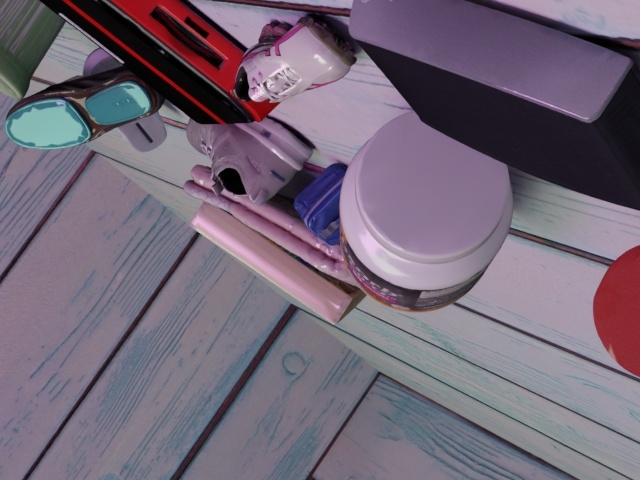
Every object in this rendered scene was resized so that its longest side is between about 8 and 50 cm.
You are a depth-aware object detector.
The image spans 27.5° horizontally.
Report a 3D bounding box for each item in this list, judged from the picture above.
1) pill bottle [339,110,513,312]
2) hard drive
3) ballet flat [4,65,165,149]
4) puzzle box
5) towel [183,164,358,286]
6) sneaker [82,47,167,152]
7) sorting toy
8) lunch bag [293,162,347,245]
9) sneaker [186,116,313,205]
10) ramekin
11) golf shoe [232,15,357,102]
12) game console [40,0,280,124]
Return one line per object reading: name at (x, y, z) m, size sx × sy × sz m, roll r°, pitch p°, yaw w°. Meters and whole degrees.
pill bottle at (0.097, -0.025, 1.239) m, size 0.162 × 0.162 × 0.278 m, roll 34°, pitch 172°, yaw 7°
hard drive at (0.140, -0.106, 0.962) m, size 0.255 × 0.054 × 0.172 m, roll 28°, pitch 169°, yaw 42°
ballet flat at (-0.322, -0.195, 1.861) m, size 0.280 × 0.096 × 0.095 m, roll -9°, pitch 123°, yaw 30°
puzzle box at (-0.046, 0.019, 2.133) m, size 0.272 × 0.052 × 0.409 m, roll 33°, pitch -172°, yaw 5°
towel at (0.000, 0.000, 1.920) m, size 0.317 × 0.053 × 0.332 m, roll 30°, pitch -174°, yaw 32°
sneaker at (-0.316, -0.228, 2.018) m, size 0.091 × 0.094 × 0.258 m, roll 53°, pitch 172°, yaw 26°
sorting toy at (0.408, 0.109, 1.102) m, size 0.365 × 0.127 × 0.126 m, roll 30°, pitch -159°, yaw 12°
lunch bag at (0.023, -0.046, 1.677) m, size 0.067 × 0.098 × 0.065 m, roll 39°, pitch -170°, yaw -41°
sneaker at (-0.125, -0.117, 1.778) m, size 0.105 × 0.115 × 0.281 m, roll 39°, pitch 171°, yaw -27°
ramekin at (-0.508, -0.349, 1.859) m, size 0.303 × 0.148 × 0.303 m, roll 34°, pitch 172°, yaw 5°
golf shoe at (-0.026, -0.160, 1.229) m, size 0.067 × 0.086 × 0.186 m, roll 39°, pitch 170°, yaw -19°
game console at (-0.237, -0.270, 1.566) m, size 0.386 × 0.060 × 0.342 m, roll 38°, pitch 173°, yaw -18°
